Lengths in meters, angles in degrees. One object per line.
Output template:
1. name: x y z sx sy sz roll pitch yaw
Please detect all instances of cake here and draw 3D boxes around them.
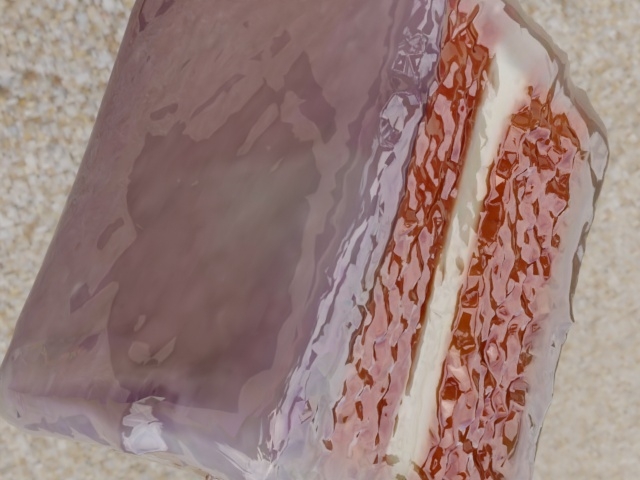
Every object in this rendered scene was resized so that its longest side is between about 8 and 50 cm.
1. cake: 0.000 0.000 0.667 0.230 0.309 0.237 10 166 39
